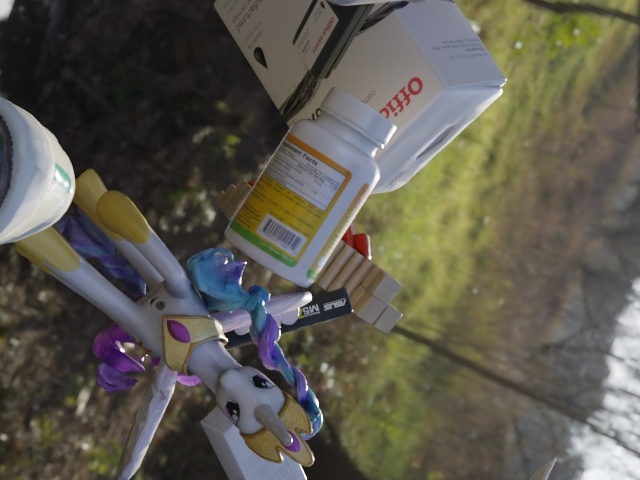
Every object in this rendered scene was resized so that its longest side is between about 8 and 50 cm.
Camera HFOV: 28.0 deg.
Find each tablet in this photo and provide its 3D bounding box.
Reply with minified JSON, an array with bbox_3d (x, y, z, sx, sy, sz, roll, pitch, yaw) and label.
[{"bbox_3d":[0.326,0.360,1.928,0.054,0.006,0.083,-47,177,32],"label":"tablet"}]

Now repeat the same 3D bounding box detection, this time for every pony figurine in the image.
[{"bbox_3d":[-0.160,0.098,1.354,0.303,0.363,0.351,-46,-176,-11],"label":"pony figurine"}]

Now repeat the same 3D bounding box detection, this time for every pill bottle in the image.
[{"bbox_3d":[-0.008,-0.073,1.691,0.246,0.136,0.136,-57,174,2],"label":"pill bottle"}]

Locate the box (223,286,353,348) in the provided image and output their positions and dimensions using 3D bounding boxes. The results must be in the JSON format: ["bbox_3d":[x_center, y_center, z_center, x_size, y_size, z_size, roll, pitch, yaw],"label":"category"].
[{"bbox_3d":[-0.059,0.116,1.847,0.190,0.184,0.045,143,-71,-78],"label":"box"}]

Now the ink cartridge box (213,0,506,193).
[{"bbox_3d":[0.053,-0.303,1.957,0.166,0.395,0.285,-13,156,-47],"label":"ink cartridge box"}]

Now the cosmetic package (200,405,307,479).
[{"bbox_3d":[-0.096,0.334,1.963,0.099,0.060,0.239,-42,131,-27],"label":"cosmetic package"}]

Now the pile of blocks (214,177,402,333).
[{"bbox_3d":[0.000,0.000,2.121,0.113,0.362,0.149,-52,-176,5],"label":"pile of blocks"}]

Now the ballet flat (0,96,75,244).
[{"bbox_3d":[-0.345,-0.033,0.867,0.139,0.400,0.139,0,90,-71],"label":"ballet flat"}]

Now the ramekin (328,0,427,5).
[{"bbox_3d":[0.040,-0.373,1.353,0.127,0.273,0.273,-18,152,-18],"label":"ramekin"}]
